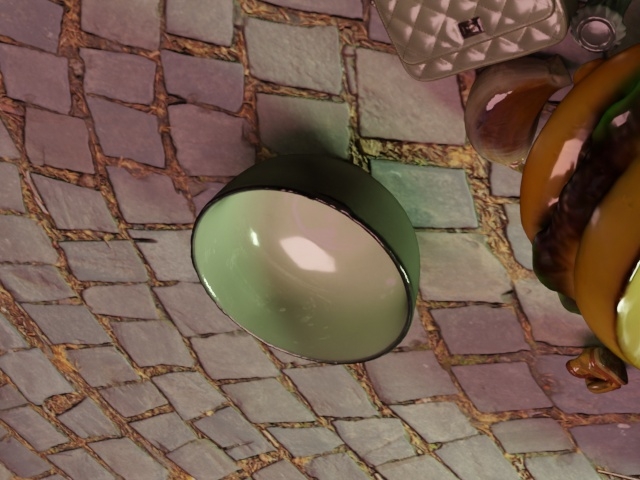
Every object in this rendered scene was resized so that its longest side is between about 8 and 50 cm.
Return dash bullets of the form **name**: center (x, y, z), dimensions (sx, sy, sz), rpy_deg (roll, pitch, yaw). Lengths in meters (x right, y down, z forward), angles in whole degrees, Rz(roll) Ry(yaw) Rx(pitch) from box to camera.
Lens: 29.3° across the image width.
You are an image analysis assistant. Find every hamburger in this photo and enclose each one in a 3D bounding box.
- **hamburger**: center (0.429, -0.045, 1.433), dimensions (0.396, 0.277, 0.395), rpy_deg (-13, 134, -14)

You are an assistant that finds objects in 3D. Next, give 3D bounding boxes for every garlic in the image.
- **garlic**: center (0.254, -0.156, 1.622), dimensions (0.129, 0.090, 0.198), rpy_deg (8, 132, 4)

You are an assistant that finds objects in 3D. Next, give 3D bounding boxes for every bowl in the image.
- **bowl**: center (0.000, 0.000, 1.835), dimensions (0.354, 0.185, 0.353), rpy_deg (15, 137, 14)

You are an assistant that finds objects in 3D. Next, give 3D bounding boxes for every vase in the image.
- **vase**: center (0.330, -0.277, 1.405), dimensions (0.081, 0.148, 0.081), rpy_deg (16, 138, 15)

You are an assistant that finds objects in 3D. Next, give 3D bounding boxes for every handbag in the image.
- **handbag**: center (0.172, -0.319, 1.506), dimensions (0.256, 0.079, 0.219), rpy_deg (-14, 121, 36)

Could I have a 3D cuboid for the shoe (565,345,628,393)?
- **shoe**: center (0.429, 0.198, 1.899), dimensions (0.069, 0.072, 0.109), rpy_deg (-20, 161, 27)
